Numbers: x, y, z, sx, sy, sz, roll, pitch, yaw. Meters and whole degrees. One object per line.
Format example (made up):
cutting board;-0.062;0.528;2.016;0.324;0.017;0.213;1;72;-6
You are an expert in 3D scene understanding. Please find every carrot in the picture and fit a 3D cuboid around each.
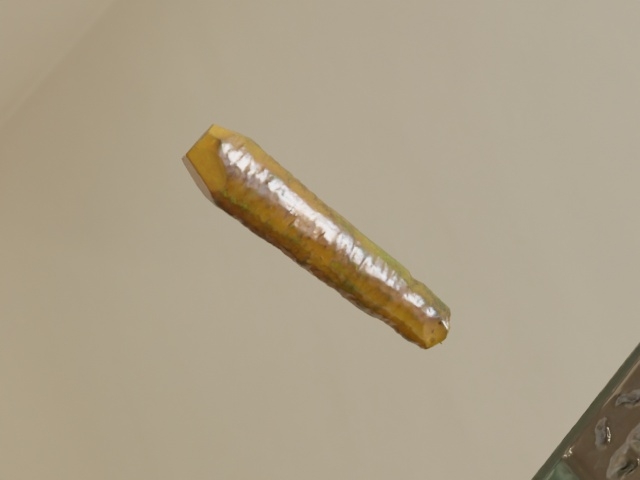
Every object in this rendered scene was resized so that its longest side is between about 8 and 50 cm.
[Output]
carrot;0.000;0.000;0.673;0.170;0.042;0.042;38;-43;-9

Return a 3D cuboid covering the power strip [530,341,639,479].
power strip;0.118;0.110;0.387;0.216;0.061;0.145;-55;-156;10
